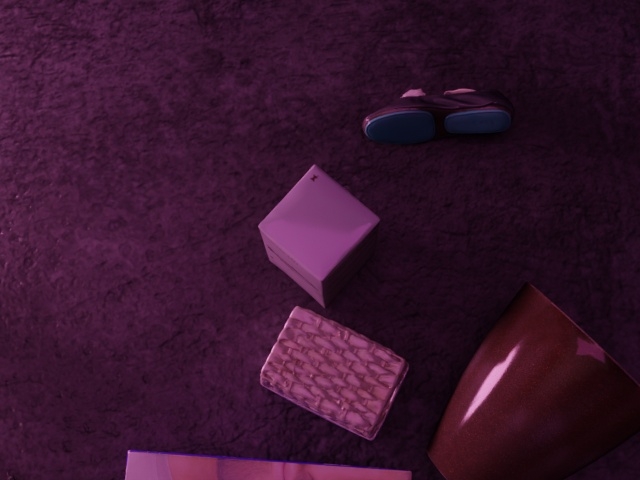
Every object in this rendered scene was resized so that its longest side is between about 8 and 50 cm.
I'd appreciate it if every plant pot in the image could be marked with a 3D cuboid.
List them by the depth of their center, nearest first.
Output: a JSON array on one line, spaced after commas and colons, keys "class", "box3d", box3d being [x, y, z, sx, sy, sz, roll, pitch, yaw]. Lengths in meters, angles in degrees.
[{"class": "plant pot", "box3d": [0.243, 0.205, 1.110, 0.215, 0.215, 0.230, 45, 96, 11]}]

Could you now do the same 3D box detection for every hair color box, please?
[{"class": "hair color box", "box3d": [-0.065, 0.355, 1.113, 0.339, 0.110, 0.185, 4, 75, 1]}]

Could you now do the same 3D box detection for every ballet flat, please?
[{"class": "ballet flat", "box3d": [0.158, -0.174, 1.268, 0.203, 0.074, 0.074, -4, 75, 7]}]

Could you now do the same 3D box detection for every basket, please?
[{"class": "basket", "box3d": [0.017, 0.162, 1.161, 0.167, 0.103, 0.113, 26, 79, 7]}]

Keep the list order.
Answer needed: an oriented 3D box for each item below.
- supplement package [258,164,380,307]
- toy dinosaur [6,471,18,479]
[{"class": "supplement package", "box3d": [0.000, 0.000, 1.163, 0.105, 0.179, 0.105, 41, 80, 11]}, {"class": "toy dinosaur", "box3d": [-0.395, 0.365, 1.142, 0.118, 0.064, 0.268, -40, 89, -15]}]
